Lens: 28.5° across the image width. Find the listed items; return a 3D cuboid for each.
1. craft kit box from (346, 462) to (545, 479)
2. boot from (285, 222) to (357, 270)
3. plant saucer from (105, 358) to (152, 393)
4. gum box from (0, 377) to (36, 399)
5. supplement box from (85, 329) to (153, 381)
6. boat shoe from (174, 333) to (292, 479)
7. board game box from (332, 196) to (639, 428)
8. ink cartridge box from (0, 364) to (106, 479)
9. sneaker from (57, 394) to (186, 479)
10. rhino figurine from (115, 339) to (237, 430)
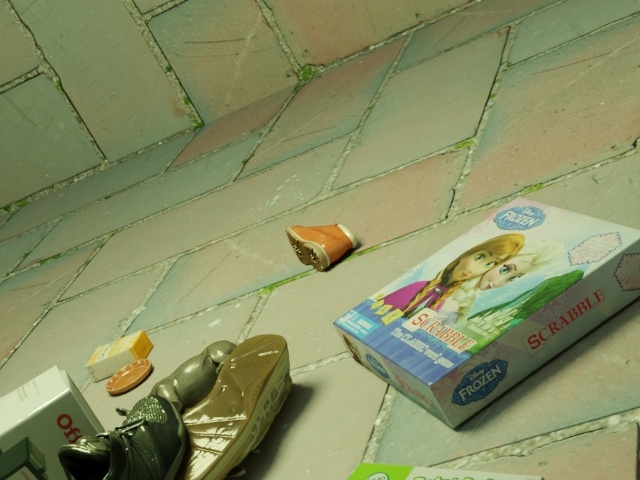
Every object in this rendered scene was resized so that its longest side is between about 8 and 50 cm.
[{"bbox_3d":[0.062,0.311,1.174,0.249,0.061,0.246,-7,26,48],"label":"craft kit box"},{"bbox_3d":[0.000,0.000,2.089,0.084,0.059,0.158,-32,27,-17],"label":"boot"},{"bbox_3d":[-0.306,0.220,2.025,0.083,0.013,0.083,-27,19,10],"label":"plant saucer"},{"bbox_3d":[-0.511,0.300,2.040,0.188,0.062,0.107,-29,18,2],"label":"gum box"},{"bbox_3d":[-0.336,0.192,2.106,0.098,0.036,0.062,-23,19,21],"label":"supplement box"},{"bbox_3d":[-0.107,0.237,1.596,0.104,0.089,0.285,2,37,32],"label":"boat shoe"},{"bbox_3d":[0.208,0.074,1.556,0.318,0.066,0.318,-33,19,-12],"label":"board game box"},{"bbox_3d":[-0.383,0.323,1.551,0.289,0.211,0.121,-34,18,-11],"label":"ink cartridge box"},{"bbox_3d":[-0.229,0.240,1.473,0.087,0.130,0.227,-20,30,22],"label":"sneaker"},{"bbox_3d":[-0.199,0.223,1.765,0.243,0.073,0.106,-33,22,-6],"label":"rhino figurine"}]
